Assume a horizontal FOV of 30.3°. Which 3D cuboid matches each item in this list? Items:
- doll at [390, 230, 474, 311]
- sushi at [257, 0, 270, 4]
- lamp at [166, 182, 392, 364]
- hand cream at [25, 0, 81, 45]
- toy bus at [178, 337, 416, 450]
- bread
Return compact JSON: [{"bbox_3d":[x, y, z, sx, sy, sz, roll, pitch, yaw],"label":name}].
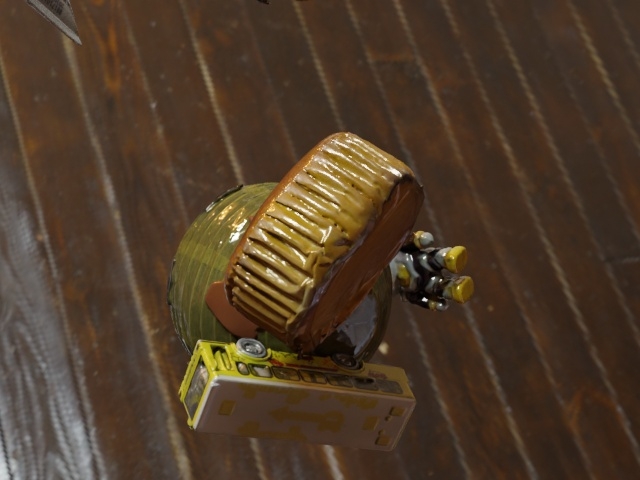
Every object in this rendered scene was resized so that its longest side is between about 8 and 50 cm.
[{"bbox_3d":[0.092,0.042,1.778,0.103,0.316,0.145,-56,131,-28],"label":"doll"},{"bbox_3d":[-0.139,-0.552,2.007,0.179,0.297,0.167,9,16,16],"label":"sushi"},{"bbox_3d":[-0.055,0.047,1.297,0.250,0.284,0.250,-11,109,-32],"label":"lamp"},{"bbox_3d":[-0.415,-0.401,1.688,0.139,0.089,0.314,43,13,-47],"label":"hand cream"},{"bbox_3d":[-0.022,0.154,1.161,0.226,0.081,0.074,12,29,-25],"label":"toy bus"},{"bbox_3d":[0.000,-0.001,1.062,0.104,0.199,0.199,35,49,15],"label":"bread"}]
